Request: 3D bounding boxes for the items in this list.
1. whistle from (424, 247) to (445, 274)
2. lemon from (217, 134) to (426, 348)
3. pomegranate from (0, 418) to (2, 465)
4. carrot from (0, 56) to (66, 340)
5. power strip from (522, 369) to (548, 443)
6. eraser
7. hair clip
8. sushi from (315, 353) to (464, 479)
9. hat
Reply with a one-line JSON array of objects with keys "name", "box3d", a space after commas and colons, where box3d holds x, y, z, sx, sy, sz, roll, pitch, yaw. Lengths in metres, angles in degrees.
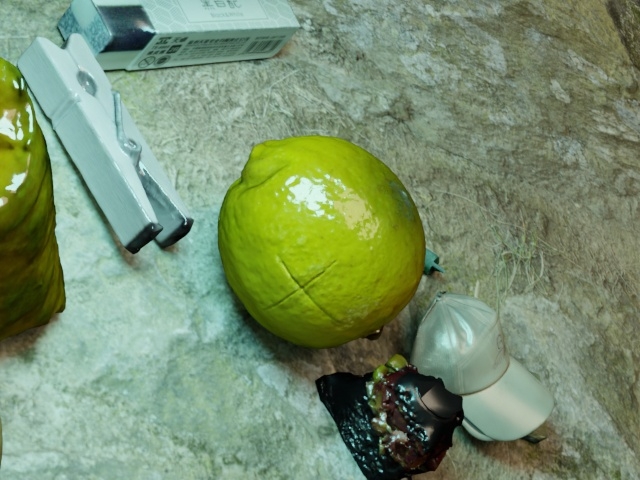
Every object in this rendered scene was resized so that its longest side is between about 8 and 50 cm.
[{"name": "whistle", "box3d": [0.128, 0.001, 1.993, 0.186, 0.039, 0.039, 33, 43, -20]}, {"name": "lemon", "box3d": [0.000, 0.000, 1.688, 0.297, 0.297, 0.297, 24, 47, -29]}, {"name": "pomegranate", "box3d": [-0.446, 0.198, 1.114, 0.338, 0.338, 0.338, 24, 47, -29]}, {"name": "carrot", "box3d": [-0.414, -0.031, 1.367, 0.241, 0.341, 0.242, 4, 54, -5]}, {"name": "power strip", "box3d": [0.339, 0.268, 1.999, 0.056, 0.032, 0.123, 25, 46, -31]}, {"name": "eraser", "box3d": [-0.208, -0.331, 1.874, 0.404, 0.098, 0.096, -13, 70, -48]}, {"name": "hair clip", "box3d": [-0.292, -0.136, 1.659, 0.101, 0.085, 0.331, -17, 72, -50]}, {"name": "sushi", "box3d": [0.116, 0.248, 1.710, 0.153, 0.150, 0.172, 7, 57, -41]}, {"name": "hat", "box3d": [0.264, 0.189, 1.890, 0.226, 0.164, 0.219, 23, 37, 18]}]
